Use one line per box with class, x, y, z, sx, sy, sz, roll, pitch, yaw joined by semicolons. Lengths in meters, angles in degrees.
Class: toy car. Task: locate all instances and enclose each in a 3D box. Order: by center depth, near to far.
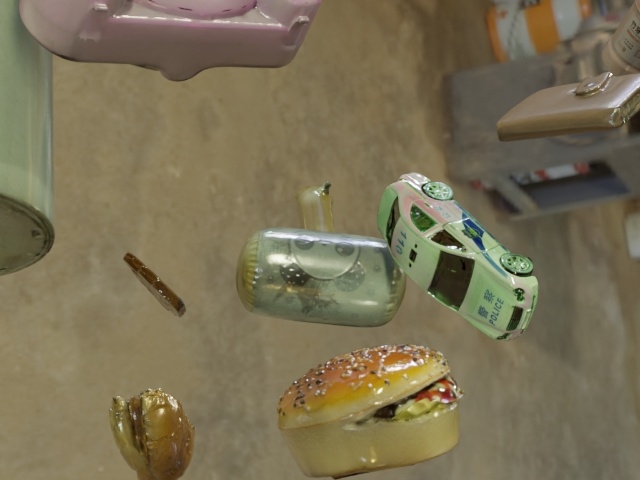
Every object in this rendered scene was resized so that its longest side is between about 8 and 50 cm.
toy car;0.138;0.019;1.216;0.076;0.224;0.090;-13;133;-33

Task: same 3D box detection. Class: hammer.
hammer;0.000;0.000;1.426;0.305;0.201;0.113;-91;-169;-64

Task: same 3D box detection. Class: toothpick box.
toothpick box;0.495;-0.314;1.686;0.149;0.098;0.098;114;-10;-52

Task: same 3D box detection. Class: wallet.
wallet;0.276;-0.145;1.221;0.118;0.152;0.039;-38;113;-42

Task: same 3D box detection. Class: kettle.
kettle;-0.453;-0.161;1.246;0.250;0.361;0.377;33;48;-53

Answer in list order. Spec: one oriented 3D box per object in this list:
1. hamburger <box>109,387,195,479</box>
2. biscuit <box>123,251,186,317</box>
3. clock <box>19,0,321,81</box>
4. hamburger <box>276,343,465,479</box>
hamburger;-0.287;0.354;1.994;0.262;0.124;0.131;76;-1;-57
biscuit;-0.223;0.069;1.589;0.019;0.130;0.119;-44;131;-12
clock;-0.180;-0.301;1.119;0.295;0.113;0.322;-4;51;-35
hamburger;0.078;0.257;1.757;0.300;0.300;0.176;-14;91;-64
